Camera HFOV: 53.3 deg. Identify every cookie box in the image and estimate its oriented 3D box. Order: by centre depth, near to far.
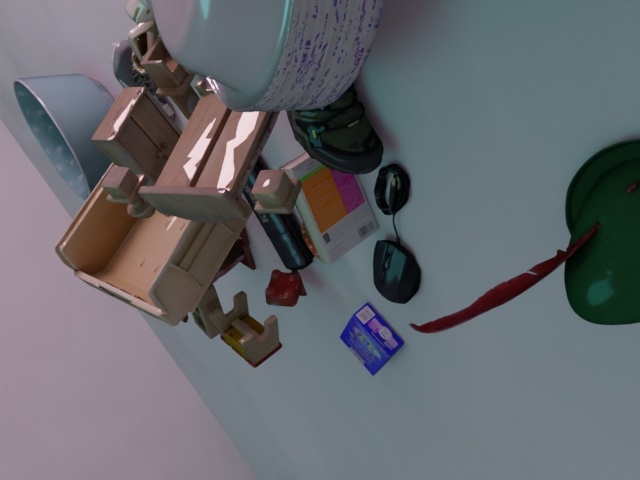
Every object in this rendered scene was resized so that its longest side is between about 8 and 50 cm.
[{"bbox_3d":[0.083,0.166,1.066,0.092,0.040,0.107,48,153,14],"label":"cookie box"}]

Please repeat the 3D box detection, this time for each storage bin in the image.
[{"bbox_3d":[-0.300,-0.016,1.141,0.262,0.260,0.123,18,160,33],"label":"storage bin"}]

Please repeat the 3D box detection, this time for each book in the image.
[{"bbox_3d":[0.016,-0.054,0.852,0.035,0.096,0.144,11,130,55],"label":"book"}]

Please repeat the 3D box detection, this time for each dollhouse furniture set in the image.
[{"bbox_3d":[-0.121,-0.140,0.917,0.355,0.303,0.174,5,150,29],"label":"dollhouse furniture set"},{"bbox_3d":[-0.168,0.090,1.225,0.374,0.201,0.152,32,147,36],"label":"dollhouse furniture set"}]

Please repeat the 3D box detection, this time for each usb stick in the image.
[{"bbox_3d":[-0.096,-0.071,1.081,0.278,0.045,0.077,61,155,-12],"label":"usb stick"}]

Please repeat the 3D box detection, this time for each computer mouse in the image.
[{"bbox_3d":[0.093,0.002,0.851,0.071,0.041,0.242,34,147,39],"label":"computer mouse"}]

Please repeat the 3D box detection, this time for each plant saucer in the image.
[{"bbox_3d":[0.000,0.000,1.040,0.083,0.013,0.084,39,150,28],"label":"plant saucer"}]

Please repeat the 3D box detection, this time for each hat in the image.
[{"bbox_3d":[0.222,0.044,0.512,0.173,0.183,0.208,48,154,14],"label":"hat"}]

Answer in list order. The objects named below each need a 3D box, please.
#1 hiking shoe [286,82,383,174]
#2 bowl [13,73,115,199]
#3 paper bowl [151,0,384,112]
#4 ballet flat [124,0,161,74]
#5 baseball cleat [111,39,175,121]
[{"bbox_3d":[0.000,-0.179,0.740,0.227,0.086,0.114,53,158,6],"label":"hiking shoe"},{"bbox_3d":[-0.571,-0.271,1.521,0.311,0.163,0.312,40,152,27],"label":"bowl"},{"bbox_3d":[-0.070,-0.262,0.586,0.284,0.148,0.285,31,125,59],"label":"paper bowl"},{"bbox_3d":[-0.267,-0.346,1.008,0.091,0.077,0.241,48,153,16],"label":"ballet flat"},{"bbox_3d":[-0.329,-0.284,1.220,0.109,0.072,0.206,27,150,21],"label":"baseball cleat"}]
